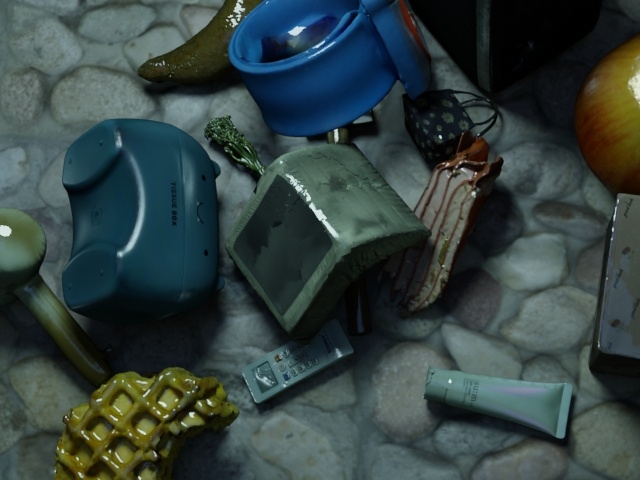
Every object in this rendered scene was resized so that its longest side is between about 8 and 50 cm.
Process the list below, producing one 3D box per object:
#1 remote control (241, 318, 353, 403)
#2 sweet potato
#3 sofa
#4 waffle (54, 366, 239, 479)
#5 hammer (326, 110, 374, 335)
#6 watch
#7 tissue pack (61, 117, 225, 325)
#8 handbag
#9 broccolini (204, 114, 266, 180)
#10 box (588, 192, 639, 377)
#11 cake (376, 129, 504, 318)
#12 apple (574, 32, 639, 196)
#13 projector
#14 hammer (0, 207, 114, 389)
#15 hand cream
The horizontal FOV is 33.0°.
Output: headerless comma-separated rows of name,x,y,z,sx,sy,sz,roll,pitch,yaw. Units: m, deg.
remote control,-0.033,0.178,1.581,0.162,0.029,0.061,-29,65,4
sweet potato,-0.143,-0.339,1.704,0.310,0.098,0.124,-47,53,-4
sofa,0.000,0.000,1.562,0.210,0.176,0.225,50,128,25
waffle,-0.238,0.338,1.511,0.261,0.151,0.324,-2,73,5
hammer,0.043,-0.038,1.627,0.111,0.043,0.365,-7,76,5
watch,0.002,-0.309,1.612,0.274,0.241,0.305,-26,35,7
tissue pack,-0.255,-0.022,1.576,0.198,0.206,0.287,-22,65,44
handbag,0.203,-0.179,1.622,0.139,0.072,0.115,-18,52,-12
broccolini,-0.089,-0.107,1.660,0.054,0.051,0.239,-43,75,-14
box,0.522,0.080,1.443,0.297,0.190,0.225,9,76,9
cake,0.179,-0.019,1.581,0.098,0.135,0.287,30,101,10
apple,0.498,-0.167,1.488,0.286,0.233,0.286,-2,74,6
projector,0.213,-0.476,1.530,0.242,0.395,0.405,-34,73,0
hammer,-0.407,0.100,1.602,0.113,0.202,0.305,-41,90,-28
hand cream,0.248,0.221,1.519,0.204,0.050,0.078,10,77,7
